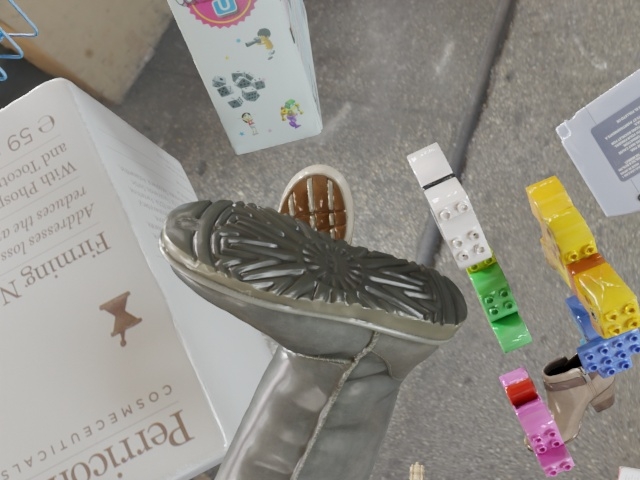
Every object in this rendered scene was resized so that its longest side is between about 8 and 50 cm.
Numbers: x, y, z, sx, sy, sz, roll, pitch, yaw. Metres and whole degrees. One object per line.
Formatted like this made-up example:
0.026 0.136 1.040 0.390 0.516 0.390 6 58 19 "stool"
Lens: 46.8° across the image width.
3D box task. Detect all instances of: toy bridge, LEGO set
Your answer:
0.148 0.400 1.146 0.026 0.188 0.063 1 108 8 "toy bridge"
0.136 0.046 0.424 0.087 0.227 0.093 -25 29 7 "LEGO set"

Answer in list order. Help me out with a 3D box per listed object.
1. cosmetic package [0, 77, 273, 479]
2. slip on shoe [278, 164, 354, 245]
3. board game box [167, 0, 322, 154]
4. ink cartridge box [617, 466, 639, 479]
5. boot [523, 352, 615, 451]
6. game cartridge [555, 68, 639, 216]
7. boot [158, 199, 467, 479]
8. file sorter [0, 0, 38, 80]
-0.272 0.106 0.824 0.329 0.327 0.394 -28 78 3 "cosmetic package"
0.000 0.000 0.508 0.051 0.135 0.041 6 41 11 "slip on shoe"
-0.087 -0.269 0.689 0.097 0.303 0.224 -14 47 6 "board game box"
0.446 0.518 0.978 0.130 0.272 0.309 1 31 32 "ink cartridge box"
0.245 0.158 0.750 0.118 0.087 0.042 -35 33 4 "boot"
0.521 -0.168 1.090 0.297 0.062 0.198 -36 77 36 "game cartridge"
-0.030 0.091 0.446 0.076 0.189 0.209 -83 18 -53 "boot"
-0.461 -0.242 0.938 0.104 0.118 0.170 10 63 30 "file sorter"
